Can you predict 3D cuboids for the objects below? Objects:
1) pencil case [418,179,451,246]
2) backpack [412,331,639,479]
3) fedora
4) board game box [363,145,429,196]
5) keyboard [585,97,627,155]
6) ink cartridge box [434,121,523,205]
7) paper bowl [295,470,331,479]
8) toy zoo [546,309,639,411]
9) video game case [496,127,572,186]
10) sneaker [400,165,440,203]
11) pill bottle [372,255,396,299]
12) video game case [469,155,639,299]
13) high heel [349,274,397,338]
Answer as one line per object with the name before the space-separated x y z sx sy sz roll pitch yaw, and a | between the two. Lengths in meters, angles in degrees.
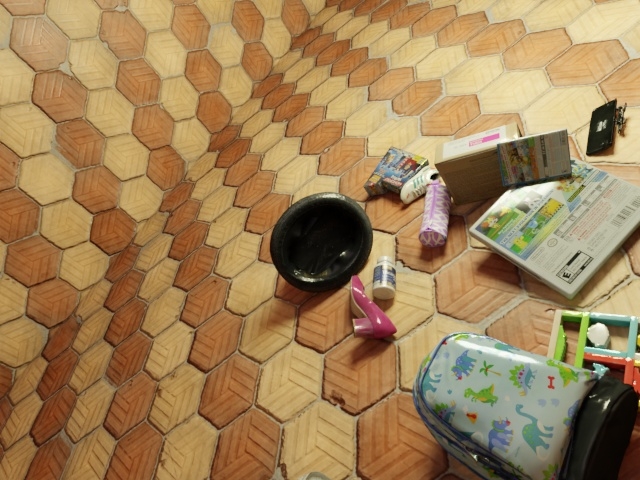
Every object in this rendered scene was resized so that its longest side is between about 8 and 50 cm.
pencil case | 0.344 -0.077 1.428 0.086 0.088 0.206 -13 45 35
backpack | 0.356 0.327 0.913 0.355 0.273 0.290 12 64 53
fedora | 0.000 0.000 1.542 0.334 0.334 0.152 -40 8 1
board game box | 0.255 -0.224 1.664 0.194 0.060 0.194 -46 39 -6
keyboard | 0.809 -0.316 1.334 0.100 0.038 0.192 -24 36 56
ink cartridge box | 0.473 -0.213 1.369 0.234 0.193 0.088 -12 47 30
paper bowl | 0.030 0.582 0.892 0.148 0.284 0.284 -32 39 7
toy zoo | 0.614 0.240 0.947 0.293 0.030 0.192 1 54 40
video game case | 0.550 -0.212 1.226 0.166 0.119 0.015 -9 19 21
sneaker | 0.333 -0.179 1.558 0.161 0.057 0.075 -44 33 -10
pill bottle | 0.188 0.107 1.393 0.067 0.067 0.120 -16 45 27
video game case | 0.599 -0.057 1.193 0.329 0.036 0.300 -45 52 -5
high heel | 0.145 0.184 1.368 0.117 0.082 0.244 -3 31 1
